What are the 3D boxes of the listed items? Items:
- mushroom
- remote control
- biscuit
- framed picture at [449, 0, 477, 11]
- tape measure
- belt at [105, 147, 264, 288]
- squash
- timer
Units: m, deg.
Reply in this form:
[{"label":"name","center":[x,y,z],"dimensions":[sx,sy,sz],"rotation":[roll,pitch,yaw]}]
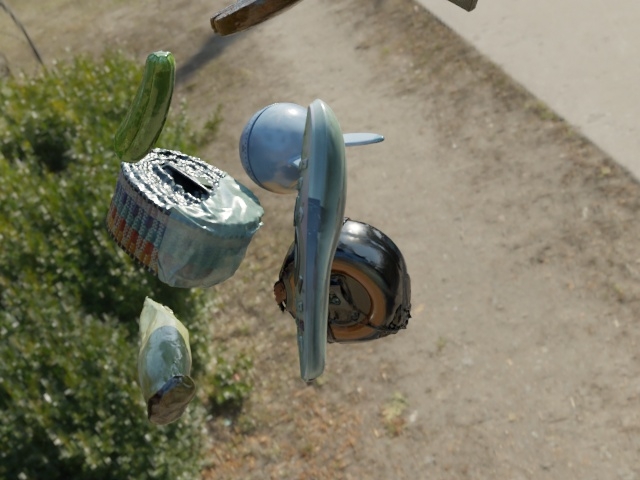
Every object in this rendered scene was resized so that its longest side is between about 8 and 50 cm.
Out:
[{"label":"mushroom","center":[-0.271,0.184,1.562],"dimensions":[0.107,0.087,0.333],"rotation":[-54,25,19]},{"label":"remote control","center":[-0.002,0.001,0.822],"dimensions":[0.045,0.256,0.097],"rotation":[4,3,-5]},{"label":"biscuit","center":[-0.056,-0.292,1.085],"dimensions":[0.180,0.039,0.236],"rotation":[-24,17,14]},{"label":"framed picture","center":[0.092,-0.477,1.174],"dimensions":[0.335,0.247,0.022],"rotation":[34,49,18]},{"label":"tape measure","center":[0.038,0.072,1.434],"dimensions":[0.202,0.223,0.135],"rotation":[-12,35,27]},{"label":"belt","center":[-0.221,-0.039,1.469],"dimensions":[0.257,0.150,0.207],"rotation":[34,32,23]},{"label":"squash","center":[-0.109,-0.083,0.572],"dimensions":[0.089,0.027,0.027],"rotation":[-54,6,40]},{"label":"timer","center":[-0.025,-0.138,1.542],"dimensions":[0.255,0.175,0.175],"rotation":[30,56,30]}]
